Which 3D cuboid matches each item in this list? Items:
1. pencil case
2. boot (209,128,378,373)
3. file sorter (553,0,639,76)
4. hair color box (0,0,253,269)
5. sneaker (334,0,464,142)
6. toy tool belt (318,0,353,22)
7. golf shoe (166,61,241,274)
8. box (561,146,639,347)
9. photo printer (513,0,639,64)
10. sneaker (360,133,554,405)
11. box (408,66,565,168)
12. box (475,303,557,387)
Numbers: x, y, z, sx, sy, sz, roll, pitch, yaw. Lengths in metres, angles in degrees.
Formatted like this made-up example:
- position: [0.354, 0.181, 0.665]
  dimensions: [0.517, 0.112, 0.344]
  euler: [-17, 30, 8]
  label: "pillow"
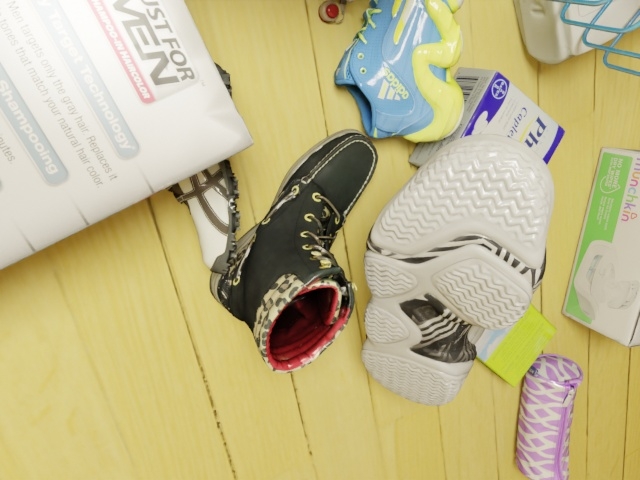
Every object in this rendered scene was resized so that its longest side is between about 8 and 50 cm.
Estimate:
- position: [0.352, 0.275, 0.842]
  dimensions: [0.086, 0.088, 0.206]
  euler: [-11, 112, -20]
  label: "pencil case"
- position: [0.001, 0.002, 0.522]
  dimensions: [0.236, 0.178, 0.085]
  euler: [-49, 117, -2]
  label: "boot"
- position: [0.279, -0.238, 0.497]
  dimensions: [0.170, 0.118, 0.104]
  euler: [28, 107, -27]
  label: "file sorter"
- position: [-0.257, -0.071, 0.374]
  dimensions: [0.374, 0.113, 0.185]
  euler: [-28, 109, -7]
  label: "hair color box"
- position: [0.073, -0.210, 0.541]
  dimensions: [0.126, 0.091, 0.240]
  euler: [-14, 106, -12]
  label: "sneaker"
- position: [0.020, -0.252, 0.522]
  dimensions: [0.052, 0.051, 0.083]
  euler: [2, 106, -26]
  label: "toy tool belt"
- position: [-0.123, -0.063, 0.512]
  dimensions: [0.094, 0.077, 0.198]
  euler: [-6, 103, -13]
  label: "golf shoe"
- position: [0.507, 0.006, 0.804]
  dimensions: [0.231, 0.127, 0.262]
  euler: [-2, 108, -25]
  label: "box"
- position: [0.348, -0.371, 0.585]
  dimensions: [0.307, 0.107, 0.256]
  euler: [-28, 119, -4]
  label: "photo printer"
- position: [0.138, 0.003, 0.544]
  dimensions: [0.210, 0.137, 0.366]
  euler: [-56, 162, -34]
  label: "sneaker"
- position: [0.196, -0.111, 0.644]
  dimensions: [0.137, 0.072, 0.126]
  euler: [25, 95, -31]
  label: "box"
- position: [0.245, 0.118, 0.762]
  dimensions: [0.178, 0.042, 0.109]
  euler: [39, 87, -30]
  label: "box"
